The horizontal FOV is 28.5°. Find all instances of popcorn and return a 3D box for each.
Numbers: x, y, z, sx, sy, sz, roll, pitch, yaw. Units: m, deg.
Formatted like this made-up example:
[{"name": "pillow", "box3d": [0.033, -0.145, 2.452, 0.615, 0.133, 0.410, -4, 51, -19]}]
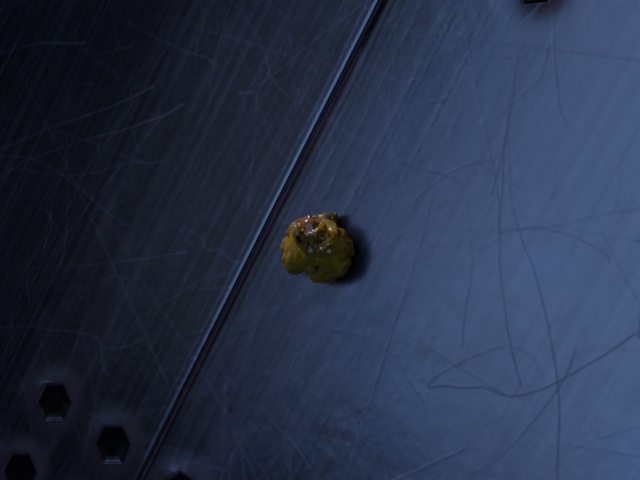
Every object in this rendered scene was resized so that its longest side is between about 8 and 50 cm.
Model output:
[{"name": "popcorn", "box3d": [0.000, 0.000, 1.387, 0.084, 0.084, 0.084, -2, 84, 24]}]
